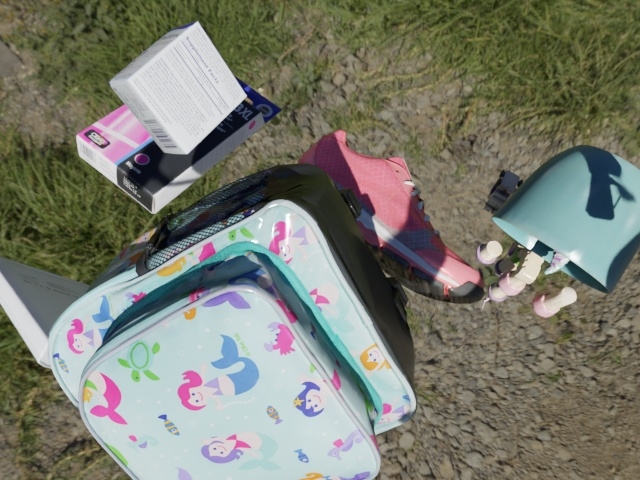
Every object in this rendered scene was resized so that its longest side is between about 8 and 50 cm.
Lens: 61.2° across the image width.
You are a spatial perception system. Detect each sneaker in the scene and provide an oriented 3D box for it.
[{"bbox_3d":[0.094,-0.041,0.706,0.314,0.116,0.136,36,83,16],"label":"sneaker"},{"bbox_3d":[0.542,0.030,1.247,0.098,0.038,0.069,-34,76,-3],"label":"sneaker"}]

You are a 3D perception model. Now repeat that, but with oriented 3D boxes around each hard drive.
[{"bbox_3d":[-0.444,0.141,0.972,0.353,0.233,0.047,26,86,42],"label":"hard drive"}]

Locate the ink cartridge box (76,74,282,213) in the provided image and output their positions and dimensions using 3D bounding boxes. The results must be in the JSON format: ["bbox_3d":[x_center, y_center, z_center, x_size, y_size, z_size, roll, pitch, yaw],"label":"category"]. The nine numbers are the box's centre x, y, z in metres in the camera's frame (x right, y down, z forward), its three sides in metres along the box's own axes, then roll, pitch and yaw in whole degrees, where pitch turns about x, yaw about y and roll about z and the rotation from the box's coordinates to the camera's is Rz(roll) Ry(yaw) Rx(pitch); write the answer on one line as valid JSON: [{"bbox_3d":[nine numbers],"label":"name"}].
[{"bbox_3d":[-0.243,-0.220,1.006,0.176,0.069,0.371,37,54,7],"label":"ink cartridge box"}]

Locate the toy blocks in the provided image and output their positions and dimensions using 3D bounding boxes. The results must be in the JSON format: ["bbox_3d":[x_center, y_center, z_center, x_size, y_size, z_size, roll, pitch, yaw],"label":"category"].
[{"bbox_3d":[0.540,0.029,1.500,0.309,0.260,0.288,30,68,2],"label":"toy blocks"}]

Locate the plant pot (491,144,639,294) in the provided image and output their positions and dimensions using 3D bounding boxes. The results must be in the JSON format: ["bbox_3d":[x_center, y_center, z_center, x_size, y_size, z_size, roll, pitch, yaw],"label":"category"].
[{"bbox_3d":[0.566,-0.063,1.176,0.293,0.293,0.235,36,97,15],"label":"plant pot"}]

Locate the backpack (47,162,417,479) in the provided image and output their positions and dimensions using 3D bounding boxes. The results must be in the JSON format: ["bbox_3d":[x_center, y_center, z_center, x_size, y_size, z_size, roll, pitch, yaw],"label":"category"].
[{"bbox_3d":[-0.072,0.089,0.421,0.254,0.191,0.225,-21,113,21],"label":"backpack"}]

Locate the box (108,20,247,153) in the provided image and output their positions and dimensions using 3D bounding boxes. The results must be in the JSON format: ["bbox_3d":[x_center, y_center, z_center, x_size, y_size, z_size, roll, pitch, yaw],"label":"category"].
[{"bbox_3d":[-0.198,-0.214,0.766,0.072,0.126,0.137,12,55,47],"label":"box"}]
